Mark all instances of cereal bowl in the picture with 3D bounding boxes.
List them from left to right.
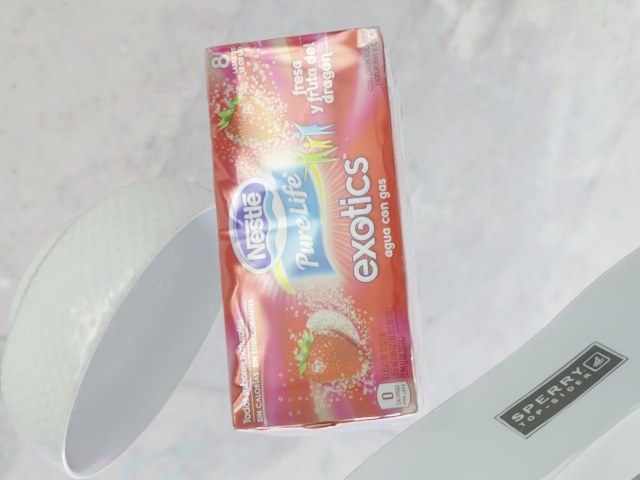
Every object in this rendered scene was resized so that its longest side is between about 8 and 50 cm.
[{"bbox_3d":[-0.227,0.075,1.638,0.339,0.141,0.339,-56,165,-24],"label":"cereal bowl"}]

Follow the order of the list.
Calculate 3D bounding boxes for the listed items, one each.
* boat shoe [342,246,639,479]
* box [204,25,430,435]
[{"bbox_3d":[0.105,0.062,0.471,0.228,0.080,0.076,-34,122,-15],"label":"boat shoe"},{"bbox_3d":[0.000,0.000,1.041,0.128,0.123,0.256,47,37,-78],"label":"box"}]
